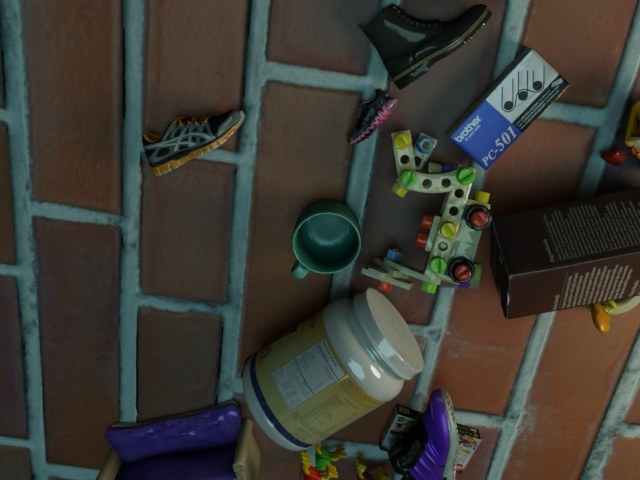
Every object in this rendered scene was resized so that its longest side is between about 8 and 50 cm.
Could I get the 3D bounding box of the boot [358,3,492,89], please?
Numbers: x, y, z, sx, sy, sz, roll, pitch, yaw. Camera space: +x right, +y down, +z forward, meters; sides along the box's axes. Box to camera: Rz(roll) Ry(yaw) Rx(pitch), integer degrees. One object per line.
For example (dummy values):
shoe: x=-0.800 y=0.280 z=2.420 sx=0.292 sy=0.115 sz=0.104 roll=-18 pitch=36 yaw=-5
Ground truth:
boot: x=0.177 y=-0.372 z=1.076 sx=0.198 sy=0.077 sz=0.137 roll=-36 pitch=103 yaw=15

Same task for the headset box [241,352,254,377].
headset box: x=-0.132 y=0.300 z=1.389 sx=0.083 sy=0.062 sz=0.032 roll=42 pitch=110 yaw=-14

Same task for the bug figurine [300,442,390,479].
bug figurine: x=0.062 y=0.547 z=1.407 sx=0.279 sy=0.216 sz=0.072 roll=28 pitch=98 yaw=-7

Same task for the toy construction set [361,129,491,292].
toy construction set: x=0.195 y=-0.030 z=1.176 sx=0.215 sy=0.151 sz=0.327 roll=16 pitch=114 yaw=2

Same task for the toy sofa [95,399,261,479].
toy sofa: x=-0.331 y=0.509 z=1.443 sx=0.363 sy=0.150 sz=0.177 roll=-13 pitch=114 yaw=8

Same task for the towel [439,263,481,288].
towel: x=0.288 y=0.072 z=1.298 sx=0.083 sy=0.009 sz=0.060 roll=2 pitch=113 yaw=1

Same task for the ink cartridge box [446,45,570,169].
ink cartridge box: x=0.336 y=-0.237 z=1.140 sx=0.097 sy=0.046 sz=0.207 roll=37 pitch=110 yaw=-12

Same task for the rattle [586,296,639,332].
rattle: x=0.622 y=0.096 z=1.229 sx=0.200 sy=0.143 sz=0.130 roll=-9 pitch=95 yaw=13

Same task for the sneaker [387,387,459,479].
sneaker: x=0.222 y=0.458 z=1.381 sx=0.146 sy=0.102 sz=0.293 roll=-1 pitch=114 yaw=4

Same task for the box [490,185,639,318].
box: x=0.517 y=0.019 z=1.158 sx=0.382 sy=0.143 sz=0.191 roll=-13 pitch=147 yaw=6

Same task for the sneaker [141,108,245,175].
sneaker: x=-0.240 y=-0.196 z=1.165 sx=0.215 sy=0.084 sz=0.083 roll=-24 pitch=106 yaw=13

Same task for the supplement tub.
supplement tub: x=0.025 y=0.258 z=1.273 sx=0.316 sy=0.228 sz=0.228 roll=-35 pitch=108 yaw=16

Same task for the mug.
mug: x=0.001 y=-0.009 z=1.227 sx=0.158 sy=0.097 sz=0.129 roll=-17 pitch=112 yaw=11

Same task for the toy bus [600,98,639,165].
toy bus: x=0.626 y=-0.181 z=1.116 sx=0.191 sy=0.202 sz=0.104 roll=15 pitch=82 yaw=1

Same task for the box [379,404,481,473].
box: x=0.252 y=0.462 z=1.458 sx=0.207 sy=0.036 sz=0.114 roll=18 pitch=114 yaw=-5

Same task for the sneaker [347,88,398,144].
sneaker: x=0.086 y=-0.230 z=1.161 sx=0.057 sy=0.047 sz=0.119 roll=46 pitch=109 yaw=7
